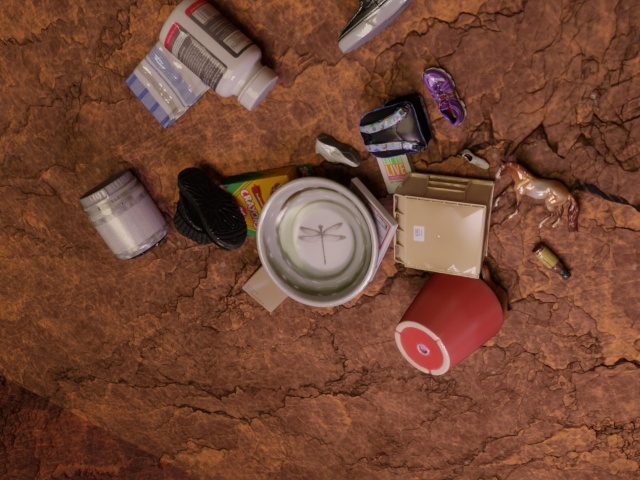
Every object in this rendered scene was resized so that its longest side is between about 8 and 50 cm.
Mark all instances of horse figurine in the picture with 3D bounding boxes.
[{"bbox_3d":[0.587,-0.117,1.722,0.263,0.066,0.174,23,134,12],"label":"horse figurine"}]

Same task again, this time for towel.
[{"bbox_3d":[-0.478,-0.498,1.998,0.285,0.034,0.209,-31,104,38],"label":"towel"}]

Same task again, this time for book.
[{"bbox_3d":[0.224,-0.208,1.860,0.096,0.035,0.144,-6,122,30],"label":"book"}]

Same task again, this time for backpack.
[{"bbox_3d":[0.201,-0.308,1.743,0.173,0.117,0.158,-10,117,30],"label":"backpack"}]

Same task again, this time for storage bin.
[{"bbox_3d":[0.349,-0.044,1.832,0.260,0.123,0.262,9,131,18],"label":"storage bin"}]

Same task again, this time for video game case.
[{"bbox_3d":[0.127,-0.027,1.943,0.204,0.025,0.285,51,146,25],"label":"video game case"}]

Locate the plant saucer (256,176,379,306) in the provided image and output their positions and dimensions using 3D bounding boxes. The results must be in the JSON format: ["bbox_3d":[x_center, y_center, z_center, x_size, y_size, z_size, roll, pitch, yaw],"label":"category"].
[{"bbox_3d":[0.000,0.000,1.942,0.400,0.100,0.400,6,104,23],"label":"plant saucer"}]

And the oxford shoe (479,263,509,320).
[{"bbox_3d":[0.528,0.155,1.949,0.076,0.076,0.212,-20,114,4],"label":"oxford shoe"}]

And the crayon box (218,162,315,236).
[{"bbox_3d":[-0.151,-0.127,2.064,0.318,0.081,0.202,-7,118,29],"label":"crayon box"}]

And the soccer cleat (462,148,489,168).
[{"bbox_3d":[0.425,-0.219,1.748,0.083,0.035,0.029,36,130,-1],"label":"soccer cleat"}]

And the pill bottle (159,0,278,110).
[{"bbox_3d":[-0.278,-0.518,1.793,0.318,0.176,0.176,41,130,-5],"label":"pill bottle"}]

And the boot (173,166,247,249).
[{"bbox_3d":[-0.368,-0.049,2.117,0.348,0.131,0.260,54,147,25],"label":"boot"}]

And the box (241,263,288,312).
[{"bbox_3d":[-0.120,0.096,2.176,0.148,0.121,0.311,41,130,-3],"label":"box"}]

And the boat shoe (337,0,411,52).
[{"bbox_3d":[0.154,-0.609,1.576,0.335,0.121,0.119,-38,93,28],"label":"boat shoe"}]

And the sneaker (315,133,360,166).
[{"bbox_3d":[0.051,-0.258,1.899,0.152,0.054,0.061,32,140,11],"label":"sneaker"}]

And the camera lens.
[{"bbox_3d":[-0.690,-0.084,2.265,0.219,0.219,0.274,-17,113,34],"label":"camera lens"}]

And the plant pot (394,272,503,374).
[{"bbox_3d":[0.370,0.256,1.922,0.275,0.243,0.275,30,140,29],"label":"plant pot"}]

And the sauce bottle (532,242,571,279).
[{"bbox_3d":[0.662,0.063,1.824,0.128,0.042,0.042,43,130,-8],"label":"sauce bottle"}]

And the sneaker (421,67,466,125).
[{"bbox_3d":[0.325,-0.375,1.667,0.068,0.071,0.170,-29,106,37],"label":"sneaker"}]
